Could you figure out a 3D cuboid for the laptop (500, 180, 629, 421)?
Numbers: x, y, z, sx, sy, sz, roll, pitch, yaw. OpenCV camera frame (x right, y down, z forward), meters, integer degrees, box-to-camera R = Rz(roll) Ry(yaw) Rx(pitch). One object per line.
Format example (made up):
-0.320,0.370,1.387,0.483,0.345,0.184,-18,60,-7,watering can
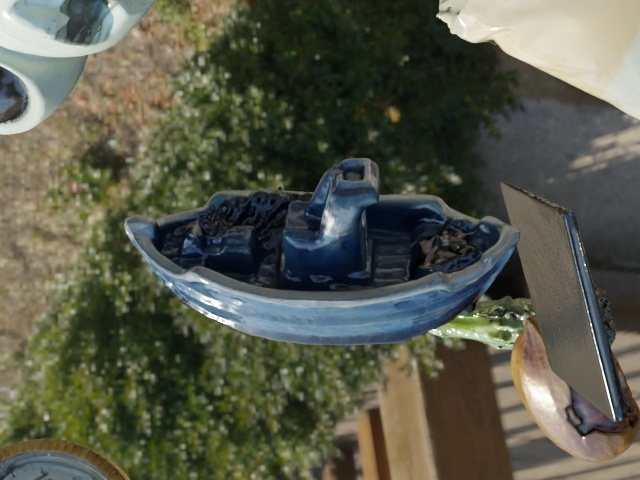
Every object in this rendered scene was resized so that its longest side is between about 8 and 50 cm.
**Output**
0.208,0.048,0.983,0.016,0.135,0.197,-21,109,-9,laptop

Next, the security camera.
-0.248,-0.180,0.829,0.195,0.194,0.236,22,140,-40,security camera

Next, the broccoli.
0.297,0.131,1.735,0.304,0.145,0.165,4,-172,36,broccoli

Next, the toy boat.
0.000,0.000,0.899,0.309,0.129,0.142,1,130,5,toy boat

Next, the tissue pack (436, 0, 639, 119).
0.312,-0.231,0.785,0.376,0.195,0.390,23,126,-3,tissue pack

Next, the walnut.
0.273,0.158,1.240,0.116,0.115,0.207,-25,114,25,walnut

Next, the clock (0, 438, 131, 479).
-0.337,0.362,1.231,0.317,0.244,0.200,-32,162,-21,clock
